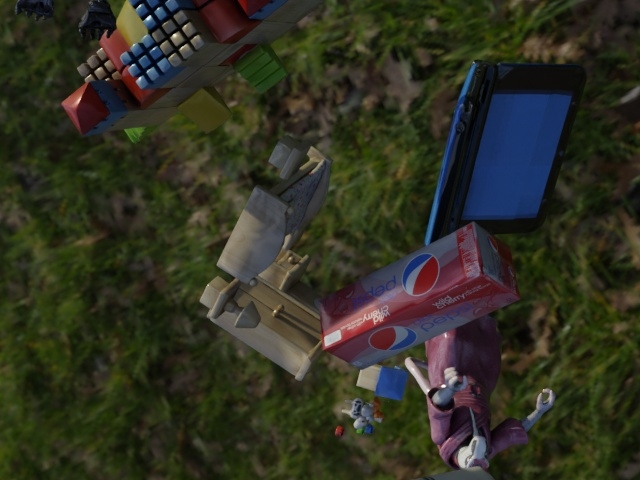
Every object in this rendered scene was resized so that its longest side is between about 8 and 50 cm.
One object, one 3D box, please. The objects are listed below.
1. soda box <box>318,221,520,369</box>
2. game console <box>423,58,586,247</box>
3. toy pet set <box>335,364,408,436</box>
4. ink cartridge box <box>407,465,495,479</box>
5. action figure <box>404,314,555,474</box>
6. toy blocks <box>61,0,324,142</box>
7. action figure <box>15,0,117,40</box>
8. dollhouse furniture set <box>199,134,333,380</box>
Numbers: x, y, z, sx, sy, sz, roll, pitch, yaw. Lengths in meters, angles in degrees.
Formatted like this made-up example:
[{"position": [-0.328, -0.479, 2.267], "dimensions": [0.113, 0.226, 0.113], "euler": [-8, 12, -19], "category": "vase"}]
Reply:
[{"position": [0.126, 0.078, 1.516], "dimensions": [0.263, 0.092, 0.083], "euler": [-28, 49, 30], "category": "soda box"}, {"position": [0.266, -0.098, 1.666], "dimensions": [0.173, 0.250, 0.293], "euler": [14, 121, 7], "category": "game console"}, {"position": [0.086, 0.234, 1.642], "dimensions": [0.065, 0.122, 0.114], "euler": [15, 91, 26], "category": "toy pet set"}, {"position": [0.120, 0.354, 1.147], "dimensions": [0.121, 0.289, 0.211], "euler": [-53, 58, 22], "category": "ink cartridge box"}, {"position": [0.228, 0.274, 1.966], "dimensions": [0.248, 0.370, 0.276], "euler": [30, 131, -25], "category": "action figure"}, {"position": [-0.167, -0.255, 1.424], "dimensions": [0.381, 0.261, 0.191], "euler": [-34, 89, 18], "category": "toy blocks"}, {"position": [-0.276, -0.363, 1.237], "dimensions": [0.141, 0.164, 0.275], "euler": [-18, 68, 56], "category": "action figure"}, {"position": [0.000, 0.000, 1.648], "dimensions": [0.174, 0.303, 0.355], "euler": [33, 120, 8], "category": "dollhouse furniture set"}]
